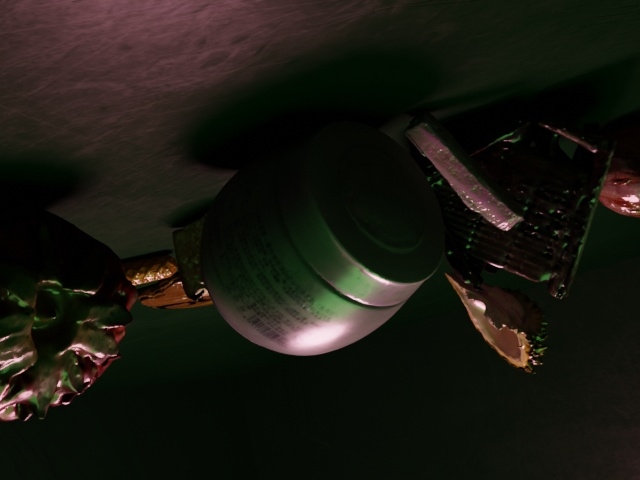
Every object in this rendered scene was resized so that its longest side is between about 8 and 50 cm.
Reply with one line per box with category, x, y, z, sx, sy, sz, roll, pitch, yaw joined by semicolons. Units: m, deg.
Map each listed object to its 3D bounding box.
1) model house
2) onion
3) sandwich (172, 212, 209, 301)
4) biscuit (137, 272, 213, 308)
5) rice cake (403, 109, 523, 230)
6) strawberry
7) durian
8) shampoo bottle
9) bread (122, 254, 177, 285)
model house;0.269;-0.079;1.615;0.282;0.297;0.317;16;-169;12
onion;0.495;-0.113;1.754;0.159;0.160;0.195;-3;-175;-41
sandwich;-0.102;0.013;1.742;0.235;0.128;0.122;-6;163;-35
biscuit;-0.255;0.104;2.227;0.208;0.041;0.290;-16;169;10
rice cake;0.193;-0.091;1.445;0.047;0.206;0.036;-26;-155;47
strawberry;-0.441;0.074;1.419;0.317;0.295;0.345;-25;-148;-39
durian;0.276;0.105;1.654;0.078;0.224;0.140;-36;146;-9
shampoo bottle;0.000;0.000;1.407;0.273;0.273;0.266;-1;155;-47
bread;-0.328;0.057;1.899;0.157;0.044;0.052;-12;174;-1
